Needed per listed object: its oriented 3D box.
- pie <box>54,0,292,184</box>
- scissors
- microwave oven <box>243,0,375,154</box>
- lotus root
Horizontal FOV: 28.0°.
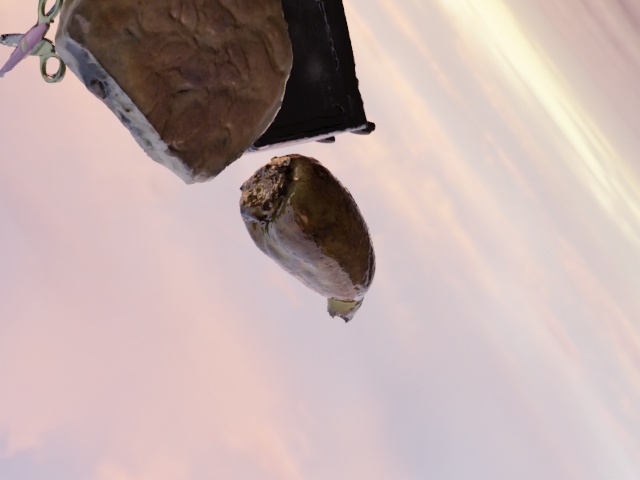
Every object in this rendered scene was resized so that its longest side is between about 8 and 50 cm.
[{"bbox_3d":[-0.099,-0.155,1.003,0.052,0.185,0.218,18,153,49],"label":"pie"},{"bbox_3d":[-0.393,-0.266,1.737,0.020,0.187,0.133,2,-96,-39],"label":"scissors"},{"bbox_3d":[-0.059,-0.233,1.622,0.188,0.178,0.247,-7,96,64],"label":"microwave oven"},{"bbox_3d":[0.000,0.000,1.166,0.190,0.094,0.108,50,175,-40],"label":"lotus root"}]
